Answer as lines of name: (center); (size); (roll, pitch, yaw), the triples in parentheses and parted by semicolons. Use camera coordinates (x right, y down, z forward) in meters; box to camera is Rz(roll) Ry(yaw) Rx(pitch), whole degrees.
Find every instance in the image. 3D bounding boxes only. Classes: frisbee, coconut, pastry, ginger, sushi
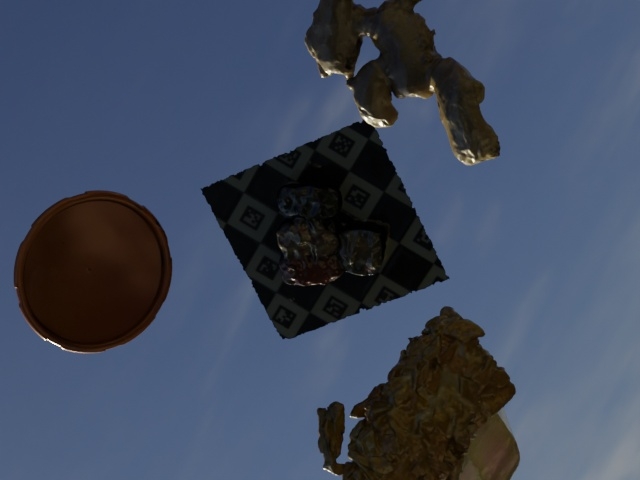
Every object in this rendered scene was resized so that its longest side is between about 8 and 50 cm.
frisbee: (-0.265, 0.035, 1.766); (0.192, 0.035, 0.192); (-6, -77, -28)
coconut: (0.206, 0.314, 2.331); (0.237, 0.197, 0.236); (-45, -29, -34)
pastry: (0.097, 0.196, 1.651); (0.250, 0.154, 0.102); (-48, 9, -21)
ginger: (0.083, -0.172, 1.577); (0.149, 0.258, 0.065); (-39, -6, 34)
sushi: (0.000, 0.000, 1.790); (0.219, 0.231, 0.047); (63, -159, -15)
